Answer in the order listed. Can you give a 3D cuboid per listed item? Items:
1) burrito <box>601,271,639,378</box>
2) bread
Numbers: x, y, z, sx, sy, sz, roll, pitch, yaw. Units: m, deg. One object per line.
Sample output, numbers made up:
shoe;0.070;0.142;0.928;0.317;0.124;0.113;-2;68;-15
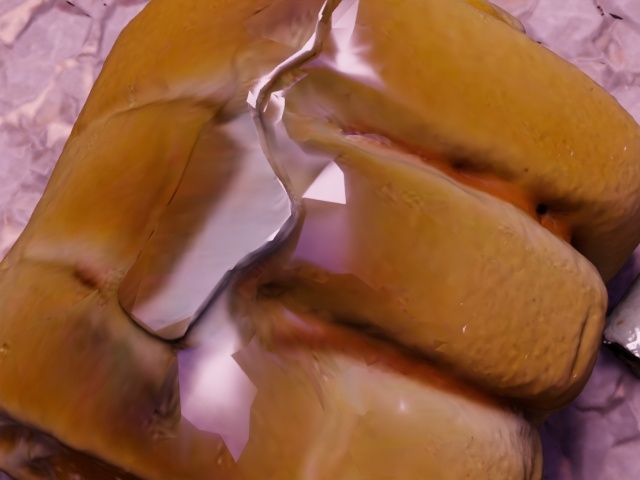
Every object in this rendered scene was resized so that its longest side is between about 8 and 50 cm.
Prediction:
burrito;0.204;0.030;0.559;0.074;0.044;0.118;33;82;22
bread;0.000;0.000;0.520;0.300;0.210;0.341;27;77;15
